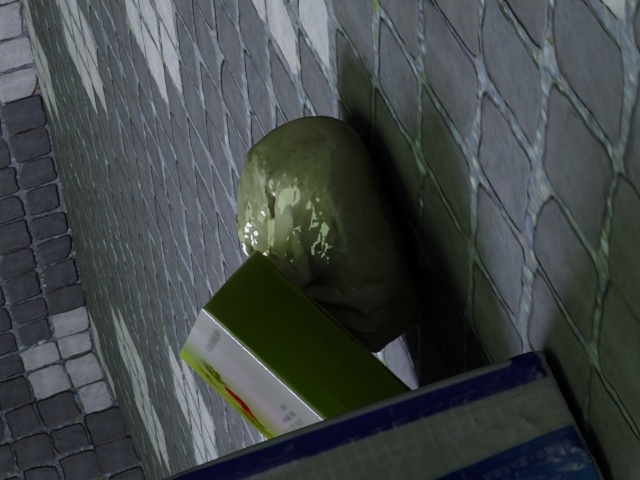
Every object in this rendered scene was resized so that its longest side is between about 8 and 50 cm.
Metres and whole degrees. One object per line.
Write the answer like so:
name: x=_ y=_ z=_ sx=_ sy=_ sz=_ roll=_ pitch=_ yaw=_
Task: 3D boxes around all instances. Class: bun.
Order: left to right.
bun: x=0.000 y=0.000 z=1.434 sx=0.164 sy=0.111 sz=0.188 roll=144 pitch=106 yaw=-74

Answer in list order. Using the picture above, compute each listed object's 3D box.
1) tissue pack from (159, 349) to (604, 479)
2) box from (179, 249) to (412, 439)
tissue pack: x=0.034 y=0.200 z=1.198 sx=0.209 sy=0.270 sz=0.137 roll=90 pitch=159 yaw=-55
box: x=-0.016 y=0.107 z=1.412 sx=0.175 sy=0.062 sz=0.260 roll=42 pitch=166 yaw=2
